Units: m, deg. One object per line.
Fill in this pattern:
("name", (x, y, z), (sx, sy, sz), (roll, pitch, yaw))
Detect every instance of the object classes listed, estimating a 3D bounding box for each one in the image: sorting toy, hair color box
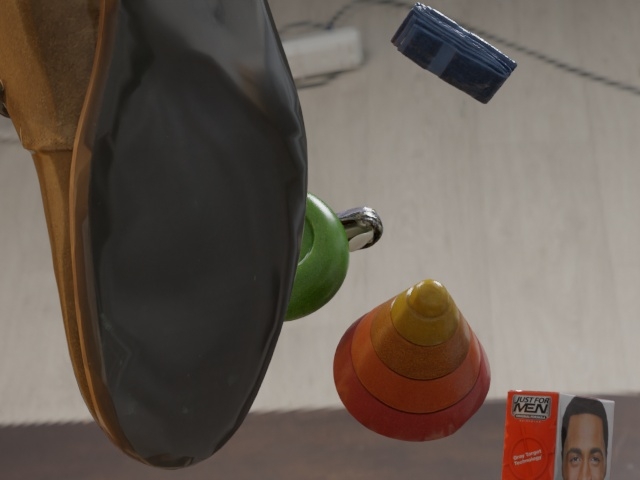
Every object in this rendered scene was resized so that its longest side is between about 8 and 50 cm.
("sorting toy", (-0.018, -0.006, 1.089), (0.365, 0.126, 0.127), (39, 62, 19))
("hair color box", (0.155, 0.172, 0.953), (0.043, 0.072, 0.141), (-3, 79, 42))

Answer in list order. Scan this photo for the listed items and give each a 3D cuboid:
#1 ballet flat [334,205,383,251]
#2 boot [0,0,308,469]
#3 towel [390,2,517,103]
("ballet flat", (0.000, 0.000, 1.180), (0.114, 0.041, 0.041), (-15, 47, -16))
("boot", (-0.083, -0.064, 0.566), (0.115, 0.112, 0.305), (-9, 83, 37))
("towel", (0.130, -0.182, 1.428), (0.119, 0.067, 0.029), (31, 55, -4))
